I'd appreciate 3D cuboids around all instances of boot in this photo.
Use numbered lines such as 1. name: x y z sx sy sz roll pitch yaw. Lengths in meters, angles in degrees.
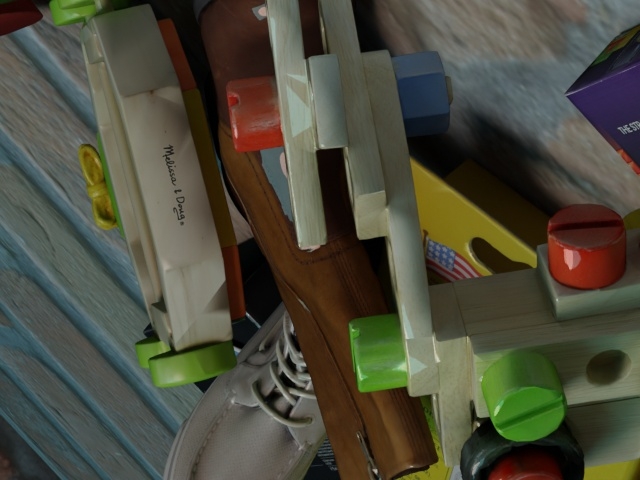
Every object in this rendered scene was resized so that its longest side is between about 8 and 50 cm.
1. boot: -0.021 0.083 1.292 0.095 0.258 0.123 29 155 7
2. boot: 0.000 0.000 1.110 0.264 0.096 0.280 124 131 -67

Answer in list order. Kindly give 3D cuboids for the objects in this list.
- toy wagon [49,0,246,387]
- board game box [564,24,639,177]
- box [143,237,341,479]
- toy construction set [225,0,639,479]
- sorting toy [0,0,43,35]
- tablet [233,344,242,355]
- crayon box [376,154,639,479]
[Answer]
1. toy wagon: -0.121 -0.046 1.341 0.344 0.068 0.267 -169 66 -81
2. board game box: 0.207 -0.047 0.891 0.141 0.048 0.170 45 160 -9
3. box: -0.014 0.090 1.520 0.184 0.103 0.261 44 161 -9
4. toy construction set: 0.125 -0.010 0.741 0.328 0.151 0.215 1 129 9
5. sorting toy: -0.231 -0.225 1.348 0.365 0.127 0.126 -19 86 65
6. tablet: -0.059 0.092 1.457 0.083 0.006 0.054 22 151 49
7. crayon box: 0.125 0.093 1.204 0.202 0.081 0.318 39 146 22
